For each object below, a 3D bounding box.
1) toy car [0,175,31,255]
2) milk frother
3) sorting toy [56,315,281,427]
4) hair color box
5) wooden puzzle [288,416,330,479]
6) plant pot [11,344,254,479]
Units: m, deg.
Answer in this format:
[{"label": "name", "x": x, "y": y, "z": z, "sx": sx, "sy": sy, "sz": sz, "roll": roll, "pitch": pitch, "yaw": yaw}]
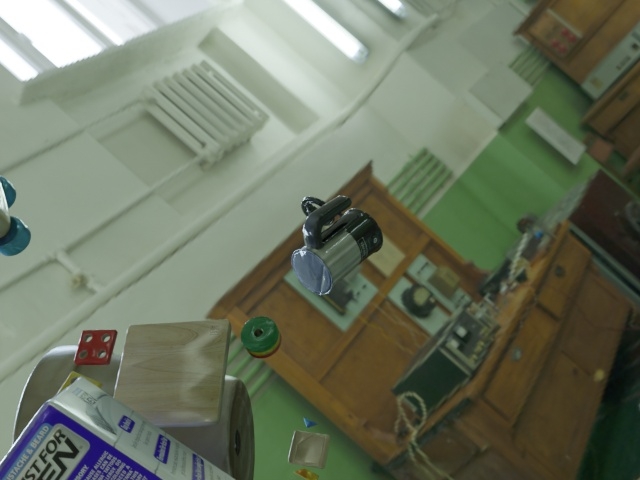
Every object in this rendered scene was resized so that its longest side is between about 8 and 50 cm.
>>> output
[{"label": "toy car", "x": -0.700, "y": -0.049, "z": 1.421, "sx": 0.238, "sy": 0.210, "sz": 0.219, "roll": -29, "pitch": -29, "yaw": -3}, {"label": "milk frother", "x": 0.000, "y": 0.000, "z": 1.267, "sx": 0.135, "sy": 0.129, "sz": 0.143, "roll": -37, "pitch": 19, "yaw": -36}, {"label": "sorting toy", "x": -0.183, "y": 0.168, "z": 0.948, "sx": 0.046, "sy": 0.275, "sz": 0.132, "roll": 71, "pitch": -162, "yaw": -54}, {"label": "hair color box", "x": -0.133, "y": 0.274, "z": 0.748, "sx": 0.110, "sy": 0.339, "sz": 0.185, "roll": -54, "pitch": 4, "yaw": -8}, {"label": "wooden puzzle", "x": -0.022, "y": 0.408, "z": 1.524, "sx": 0.014, "sy": 0.079, "sz": 0.116, "roll": 82, "pitch": -155, "yaw": -57}, {"label": "plant pot", "x": -0.253, "y": 0.309, "z": 1.167, "sx": 0.280, "sy": 0.323, "sz": 0.323, "roll": -5, "pitch": 2, "yaw": 7}]
